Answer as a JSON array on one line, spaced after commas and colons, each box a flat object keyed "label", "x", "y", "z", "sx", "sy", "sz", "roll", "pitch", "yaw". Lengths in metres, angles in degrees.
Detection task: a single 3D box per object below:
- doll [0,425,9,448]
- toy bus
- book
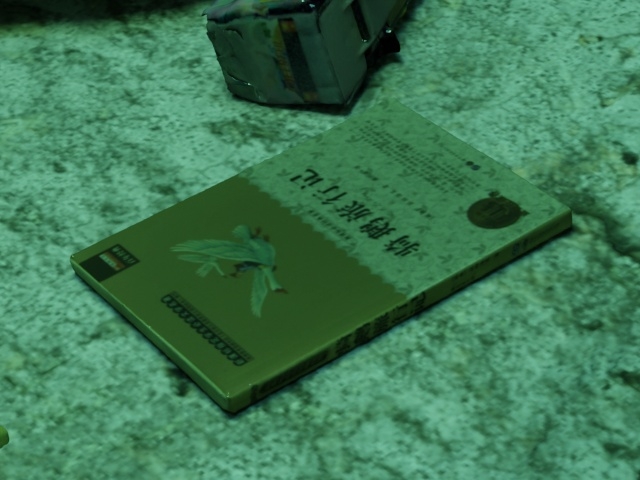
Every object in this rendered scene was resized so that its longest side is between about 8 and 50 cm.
[{"label": "doll", "x": -0.299, "y": 0.092, "z": 1.287, "sx": 0.117, "sy": 0.086, "sz": 0.291, "roll": -27, "pitch": 39, "yaw": -19}, {"label": "toy bus", "x": 0.018, "y": -0.238, "z": 1.664, "sx": 0.138, "sy": 0.112, "sz": 0.317, "roll": 0, "pitch": 35, "yaw": 26}, {"label": "book", "x": 0.000, "y": 0.000, "z": 1.416, "sx": 0.310, "sy": 0.021, "sz": 0.217, "roll": -27, "pitch": 42, "yaw": -25}]
